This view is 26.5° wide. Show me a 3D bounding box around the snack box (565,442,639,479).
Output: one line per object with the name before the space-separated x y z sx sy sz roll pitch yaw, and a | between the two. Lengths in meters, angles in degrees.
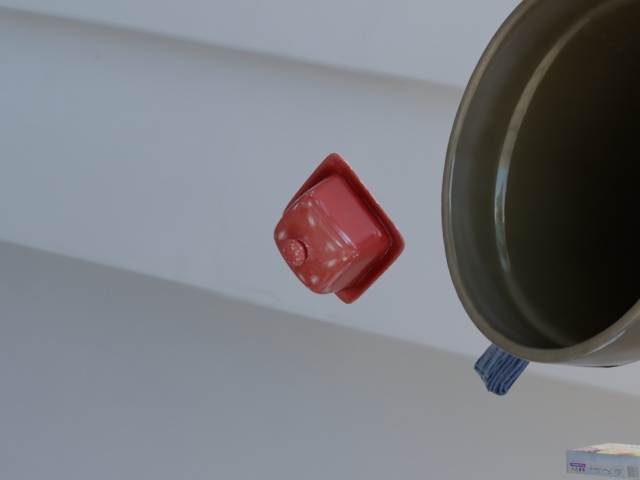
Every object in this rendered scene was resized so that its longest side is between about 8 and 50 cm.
snack box | 0.441 0.318 1.959 0.100 0.141 0.037 1 87 -39

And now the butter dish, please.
butter dish | 0.000 0.000 1.718 0.118 0.160 0.160 -26 164 -45

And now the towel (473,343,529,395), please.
towel | 0.200 0.130 1.475 0.067 0.029 0.119 -53 -179 4

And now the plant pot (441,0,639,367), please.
plant pot | 0.303 -0.043 1.125 0.280 0.323 0.323 11 92 -30
